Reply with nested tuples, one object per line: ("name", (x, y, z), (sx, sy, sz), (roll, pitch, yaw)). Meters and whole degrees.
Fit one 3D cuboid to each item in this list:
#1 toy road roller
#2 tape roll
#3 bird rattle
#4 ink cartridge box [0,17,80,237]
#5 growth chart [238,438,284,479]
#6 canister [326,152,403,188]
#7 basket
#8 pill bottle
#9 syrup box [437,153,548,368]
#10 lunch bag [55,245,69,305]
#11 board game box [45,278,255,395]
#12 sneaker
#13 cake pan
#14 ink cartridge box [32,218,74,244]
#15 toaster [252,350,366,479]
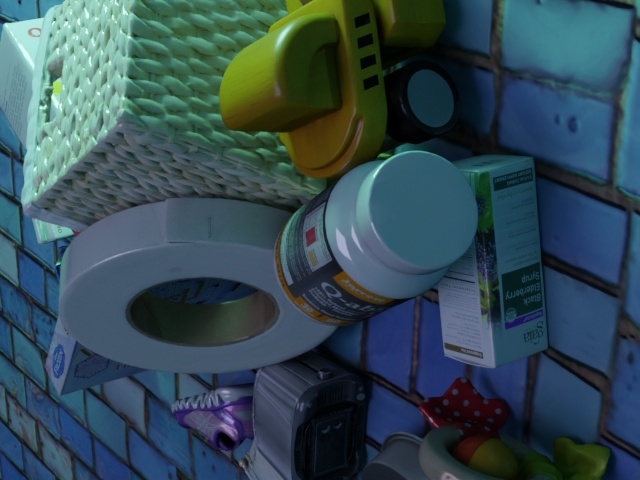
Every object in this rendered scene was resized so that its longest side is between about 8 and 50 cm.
("toy road roller", (0.005, -0.237, 1.517), (0.202, 0.241, 0.329), (-18, 77, 52))
("tape roll", (-0.159, 0.070, 1.729), (0.392, 0.392, 0.072), (130, 144, -51))
("bird rattle", (0.205, 0.254, 1.509), (0.253, 0.207, 0.143), (36, 112, 32))
("ink cartridge box", (-0.305, -0.182, 1.988), (0.384, 0.279, 0.160), (54, 142, 28))
("growth chart", (-0.063, 0.362, 2.082), (0.172, 0.021, 0.237), (53, 140, 29))
("canister", (0.067, -0.058, 1.688), (0.170, 0.073, 0.126), (15, 114, 54))
("basket", (-0.182, -0.174, 1.690), (0.266, 0.331, 0.328), (-31, 50, 45))
("pill bottle", (0.060, -0.001, 1.473), (0.278, 0.162, 0.162), (-33, 74, 65))
("syrup box", (0.198, 0.023, 1.509), (0.096, 0.093, 0.236), (9, 110, 53))
("lunch bag", (-0.456, 0.090, 2.452), (0.129, 0.096, 0.151), (-115, 11, -71))
("board game box", (-0.246, 0.088, 1.977), (0.066, 0.319, 0.318), (56, 141, 29))
("sneaker", (-0.174, 0.305, 2.144), (0.236, 0.095, 0.104), (-24, 75, 55))
("cake pan", (0.149, 0.395, 1.696), (0.293, 0.054, 0.293), (46, 151, 35))
("ink cartridge box", (-0.482, -0.051, 2.417), (0.090, 0.143, 0.092), (-14, 90, 56))
("toaster", (-0.020, 0.271, 1.893), (0.146, 0.129, 0.226), (34, 131, 49))
